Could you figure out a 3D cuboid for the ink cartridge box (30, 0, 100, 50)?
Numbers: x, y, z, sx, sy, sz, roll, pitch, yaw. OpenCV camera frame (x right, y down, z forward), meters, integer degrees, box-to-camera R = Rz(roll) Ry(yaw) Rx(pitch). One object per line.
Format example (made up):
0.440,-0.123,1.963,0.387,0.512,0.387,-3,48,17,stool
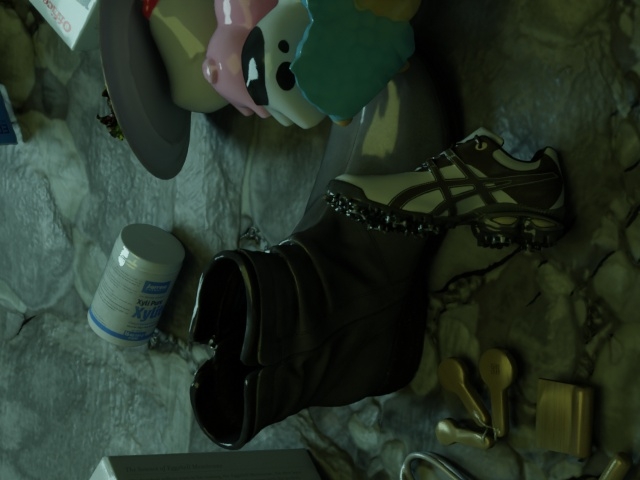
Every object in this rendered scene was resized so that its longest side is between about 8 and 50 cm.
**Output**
-0.214,-0.287,1.644,0.127,0.072,0.175,48,125,23,ink cartridge box

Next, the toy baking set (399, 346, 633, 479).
0.156,0.206,1.451,0.197,0.030,0.256,39,122,33,toy baking set

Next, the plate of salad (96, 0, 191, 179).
-0.166,-0.151,1.551,0.048,0.200,0.199,-9,93,16,plate of salad

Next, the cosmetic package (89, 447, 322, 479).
-0.085,0.312,1.517,0.138,0.224,0.224,-57,46,33,cosmetic package

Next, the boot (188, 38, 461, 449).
0.000,0.000,1.412,0.118,0.223,0.338,14,107,40,boot

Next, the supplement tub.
-0.182,0.045,1.685,0.071,0.071,0.107,42,124,27,supplement tub

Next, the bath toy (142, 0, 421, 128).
-0.048,-0.182,1.425,0.129,0.151,0.348,49,162,-21,bath toy

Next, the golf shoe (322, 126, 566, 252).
0.100,-0.046,1.362,0.077,0.198,0.093,168,109,-74,golf shoe

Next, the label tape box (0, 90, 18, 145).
-0.500,-0.217,1.792,0.115,0.249,0.347,-36,75,39,label tape box
